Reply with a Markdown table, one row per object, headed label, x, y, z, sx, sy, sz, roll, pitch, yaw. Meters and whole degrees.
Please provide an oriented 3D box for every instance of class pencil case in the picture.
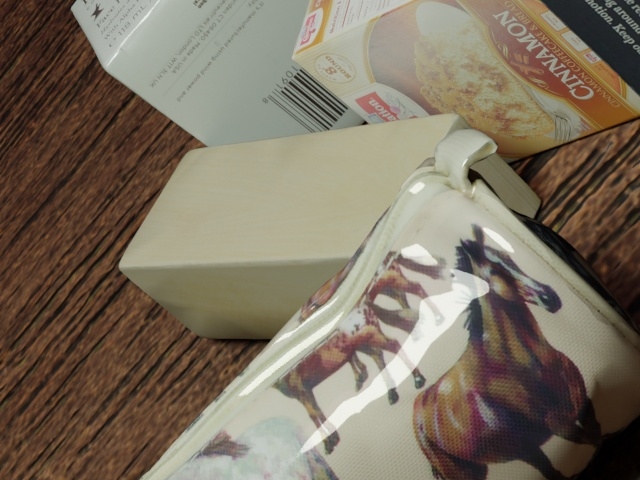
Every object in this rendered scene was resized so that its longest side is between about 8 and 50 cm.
| label | x | y | z | sx | sy | sz | roll | pitch | yaw |
| --- | --- | --- | --- | --- | --- | --- | --- | --- | --- |
| pencil case | -0.015 | 0.135 | 0.823 | 0.410 | 0.183 | 0.160 | -46 | 31 | 11 |

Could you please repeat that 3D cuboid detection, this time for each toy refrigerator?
| label | x | y | z | sx | sy | sz | roll | pitch | yaw |
| --- | --- | --- | --- | --- | --- | --- | --- | --- | --- |
| toy refrigerator | 0.000 | 0.000 | 1.029 | 0.269 | 0.094 | 0.102 | -4 | 51 | 50 |

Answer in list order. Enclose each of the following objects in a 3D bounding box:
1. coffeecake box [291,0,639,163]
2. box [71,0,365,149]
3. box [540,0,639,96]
| label | x | y | z | sx | sy | sz | roll | pitch | yaw |
| --- | --- | --- | --- | --- | --- | --- | --- | --- | --- |
| coffeecake box | 0.100 | -0.118 | 0.959 | 0.185 | 0.142 | 0.068 | -19 | 44 | 44 |
| box | -0.042 | -0.156 | 1.151 | 0.181 | 0.182 | 0.119 | -49 | 32 | 8 |
| box | 0.214 | -0.239 | 0.735 | 0.312 | 0.343 | 0.179 | -22 | 42 | 40 |
